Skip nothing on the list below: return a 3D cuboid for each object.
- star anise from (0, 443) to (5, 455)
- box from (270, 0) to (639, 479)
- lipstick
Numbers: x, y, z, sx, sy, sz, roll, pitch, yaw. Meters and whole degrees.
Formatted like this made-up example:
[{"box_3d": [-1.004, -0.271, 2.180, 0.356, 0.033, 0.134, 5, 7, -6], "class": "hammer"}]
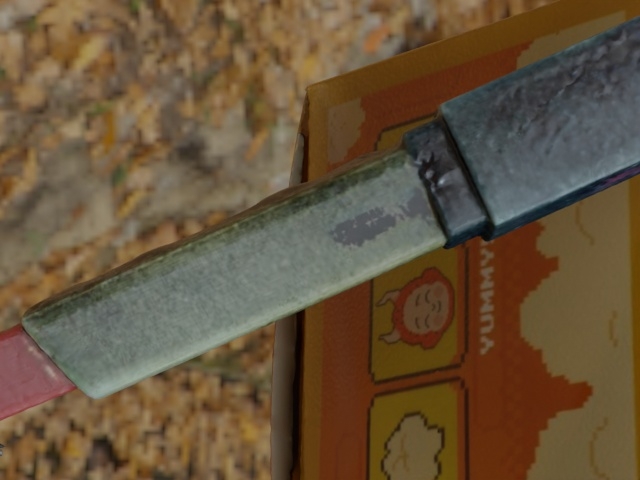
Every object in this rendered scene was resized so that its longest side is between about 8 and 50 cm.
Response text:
[{"box_3d": [-0.254, 0.105, 1.086, 0.042, 0.141, 0.141, 53, 43, -56], "class": "star anise"}, {"box_3d": [0.146, 0.065, 0.854, 0.283, 0.214, 0.259, 24, 59, -45], "class": "box"}, {"box_3d": [0.000, 0.000, 0.655, 0.051, 0.312, 0.051, 93, -28, -85], "class": "lipstick"}]
